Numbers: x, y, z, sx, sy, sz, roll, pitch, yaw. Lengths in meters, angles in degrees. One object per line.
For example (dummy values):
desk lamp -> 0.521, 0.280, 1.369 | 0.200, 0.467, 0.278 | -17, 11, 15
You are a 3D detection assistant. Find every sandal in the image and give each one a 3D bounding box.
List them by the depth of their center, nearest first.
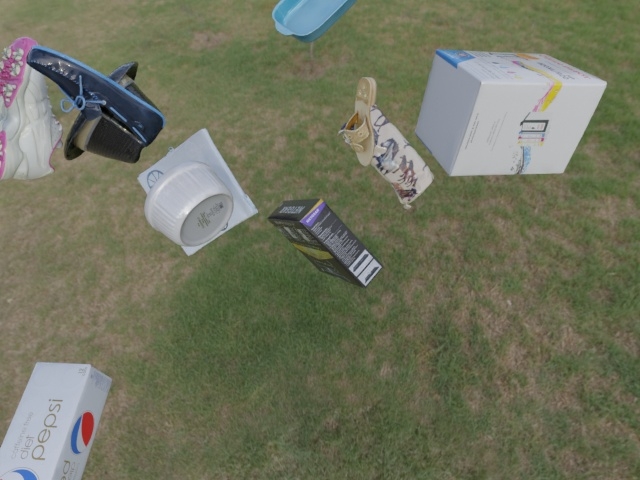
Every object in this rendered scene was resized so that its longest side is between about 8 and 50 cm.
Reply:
sandal -> 0.096, -0.318, 1.137 | 0.079, 0.240, 0.088 | -15, 32, -30

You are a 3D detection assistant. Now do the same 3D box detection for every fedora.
fedora -> -0.513, -0.296, 1.084 | 0.152, 0.334, 0.334 | 37, 44, -22

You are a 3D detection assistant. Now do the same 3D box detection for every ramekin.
ramekin -> -0.312, -0.081, 1.025 | 0.109, 0.207, 0.207 | 40, 60, 20

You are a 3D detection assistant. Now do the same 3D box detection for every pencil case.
pencil case -> 0.255, -0.317, 1.574 | 0.183, 0.160, 0.410 | -42, 98, 3

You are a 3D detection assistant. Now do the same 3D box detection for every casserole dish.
casserole dish -> -0.002, -0.431, 0.757 | 0.188, 0.037, 0.114 | -45, 64, -3

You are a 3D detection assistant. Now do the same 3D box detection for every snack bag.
snack bag -> -0.406, -0.155, 1.357 | 0.342, 0.323, 0.037 | -29, 7, 26

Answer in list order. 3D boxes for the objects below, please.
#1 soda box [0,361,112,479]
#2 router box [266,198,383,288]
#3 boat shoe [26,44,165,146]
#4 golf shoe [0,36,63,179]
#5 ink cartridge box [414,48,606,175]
soda box -> -0.326, 0.260, 0.488 | 0.073, 0.069, 0.216 | 2, 56, 1
router box -> 0.000, 0.000, 1.130 | 0.081, 0.243, 0.309 | -48, 19, -12
boat shoe -> -0.433, -0.271, 0.813 | 0.109, 0.258, 0.089 | 15, 80, 53
golf shoe -> -0.638, -0.278, 0.914 | 0.115, 0.306, 0.140 | 28, 14, 27
ink cartridge box -> 0.325, -0.231, 0.748 | 0.232, 0.168, 0.171 | -4, 40, -13
